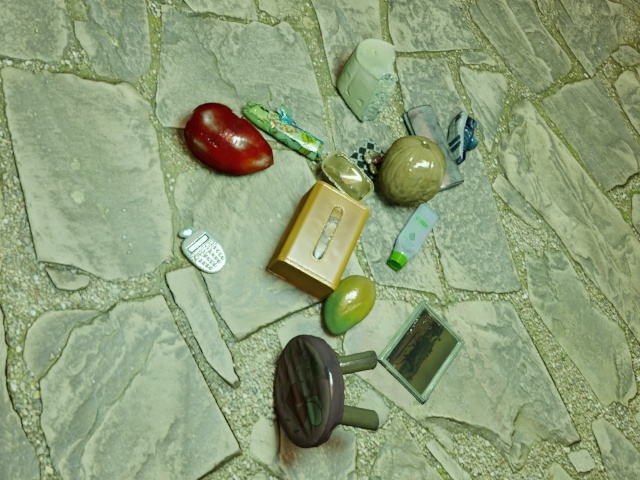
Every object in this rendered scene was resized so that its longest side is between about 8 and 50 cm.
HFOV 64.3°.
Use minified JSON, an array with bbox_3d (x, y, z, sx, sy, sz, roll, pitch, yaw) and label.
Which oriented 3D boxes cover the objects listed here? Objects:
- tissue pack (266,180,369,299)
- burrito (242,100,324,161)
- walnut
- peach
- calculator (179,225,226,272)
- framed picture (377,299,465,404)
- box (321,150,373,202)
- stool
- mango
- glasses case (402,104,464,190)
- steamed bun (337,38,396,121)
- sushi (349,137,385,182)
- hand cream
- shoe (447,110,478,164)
[{"bbox_3d":[0.000,0.000,1.460,0.194,0.145,0.275,30,66,-11],"label":"tissue pack"},{"bbox_3d":[-0.102,-0.353,1.583,0.288,0.054,0.104,30,65,-9],"label":"burrito"},{"bbox_3d":[0.285,-0.214,1.592,0.228,0.228,0.228,6,71,-19],"label":"walnut"},{"bbox_3d":[-0.264,-0.271,1.449,0.267,0.159,0.154,37,70,-8],"label":"peach"},{"bbox_3d":[-0.324,0.023,1.396,0.153,0.021,0.095,46,63,-2],"label":"calculator"},{"bbox_3d":[0.311,0.332,1.537,0.197,0.014,0.252,45,64,-2],"label":"framed picture"},{"bbox_3d":[0.080,-0.192,1.572,0.177,0.111,0.111,46,64,-2],"label":"box"},{"bbox_3d":[0.016,0.376,1.290,0.178,0.272,0.272,8,70,-32],"label":"stool"},{"bbox_3d":[0.081,0.184,1.463,0.130,0.092,0.195,35,74,-10],"label":"mango"},{"bbox_3d":[0.388,-0.318,1.749,0.114,0.060,0.299,-18,80,-15],"label":"glasses case"},{"bbox_3d":[0.178,-0.531,1.650,0.170,0.225,0.200,-30,83,-26],"label":"steamed bun"},{"bbox_3d":[0.174,-0.268,1.674,0.120,0.026,0.126,46,63,0],"label":"sushi"},{"bbox_3d":[0.301,-0.016,1.636,0.275,0.050,0.079,-52,122,-30],"label":"hand cream"},{"bbox_3d":[0.507,-0.354,1.790,0.106,0.091,0.207,23,66,-12],"label":"shoe"}]
